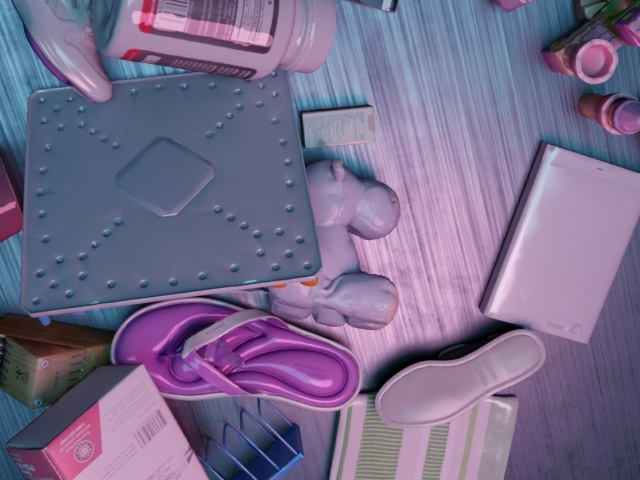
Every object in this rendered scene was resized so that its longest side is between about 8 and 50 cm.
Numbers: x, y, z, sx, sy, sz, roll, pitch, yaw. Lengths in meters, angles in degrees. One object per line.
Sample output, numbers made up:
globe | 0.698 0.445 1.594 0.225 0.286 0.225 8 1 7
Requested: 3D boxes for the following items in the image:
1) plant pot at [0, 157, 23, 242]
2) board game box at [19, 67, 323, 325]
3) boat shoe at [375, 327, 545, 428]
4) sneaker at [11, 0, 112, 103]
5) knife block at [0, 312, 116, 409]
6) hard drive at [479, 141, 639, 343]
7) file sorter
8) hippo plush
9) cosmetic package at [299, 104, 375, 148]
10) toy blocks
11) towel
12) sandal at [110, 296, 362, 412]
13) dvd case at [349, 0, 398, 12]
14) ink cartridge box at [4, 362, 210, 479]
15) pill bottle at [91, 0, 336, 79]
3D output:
plant pot | -0.541 -0.049 1.300 0.180 0.201 0.201 -20 107 -17
board game box | -0.217 -0.077 1.261 0.390 0.389 0.050 -8 147 -4
boat shoe | 0.238 0.240 1.522 0.303 0.091 0.114 -18 82 0
sneaker | -0.362 -0.346 1.264 0.152 0.114 0.305 -28 99 -3
knife block | -0.474 0.172 1.425 0.276 0.242 0.088 -5 114 -53
hard drive | 0.417 0.008 1.513 0.203 0.040 0.307 16 102 -11
file sorter | -0.128 0.361 1.495 0.170 0.118 0.104 -42 102 5
hippo plush | 0.000 0.000 1.399 0.294 0.234 0.236 15 76 -17
cosmetic package | 0.027 -0.181 1.408 0.115 0.041 0.060 -5 105 -6
toy blocks | 0.469 -0.344 1.311 0.289 0.260 0.309 -39 106 4
towel | 0.179 0.387 1.583 0.325 0.038 0.247 5 103 -9
sandal | -0.123 0.180 1.429 0.417 0.102 0.169 9 76 -14
dvd case | 0.029 -0.454 1.348 0.221 0.018 0.164 12 102 -10
ink cartridge box | -0.302 0.358 1.334 0.117 0.207 0.283 -9 113 41
pill bottle | -0.145 -0.322 1.250 0.319 0.176 0.176 4 105 -29
